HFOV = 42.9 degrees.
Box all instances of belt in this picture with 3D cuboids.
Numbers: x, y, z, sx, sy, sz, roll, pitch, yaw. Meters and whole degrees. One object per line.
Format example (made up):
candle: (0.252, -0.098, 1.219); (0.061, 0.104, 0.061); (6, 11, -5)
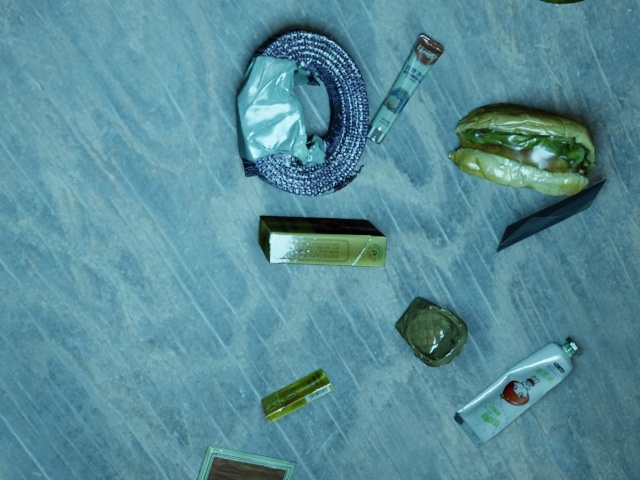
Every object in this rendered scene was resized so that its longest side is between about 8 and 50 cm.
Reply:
belt: (-0.037, -0.249, 1.604); (0.260, 0.122, 0.325); (-8, 106, -16)

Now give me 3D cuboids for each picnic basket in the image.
picnic basket: (0.250, 0.206, 1.760); (0.137, 0.178, 0.128); (38, 93, -19)

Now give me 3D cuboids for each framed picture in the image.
framed picture: (-0.193, 0.607, 1.852); (0.216, 0.016, 0.274); (15, 101, -16)

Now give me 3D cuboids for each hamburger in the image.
hamburger: (0.459, -0.185, 1.690); (0.329, 0.209, 0.162); (9, 103, -17)

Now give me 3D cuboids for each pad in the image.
pad: (0.499, -0.052, 1.776); (0.243, 0.164, 0.004); (-26, 70, -5)

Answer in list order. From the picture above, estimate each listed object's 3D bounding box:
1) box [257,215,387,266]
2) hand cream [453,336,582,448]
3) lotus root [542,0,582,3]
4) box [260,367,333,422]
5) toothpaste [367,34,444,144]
box: (0.000, 0.000, 1.658); (0.240, 0.159, 0.071); (2, 102, -12)
hand cream: (0.468, 0.351, 1.918); (0.336, 0.076, 0.121); (-40, 108, 7)
lotus root: (0.480, -0.541, 1.649); (0.209, 0.120, 0.120); (3, 104, -13)
box: (-0.052, 0.336, 1.774); (0.156, 0.089, 0.022); (-26, 107, -4)
toothpaste: (0.169, -0.307, 1.679); (0.062, 0.039, 0.239); (31, 94, -12)
